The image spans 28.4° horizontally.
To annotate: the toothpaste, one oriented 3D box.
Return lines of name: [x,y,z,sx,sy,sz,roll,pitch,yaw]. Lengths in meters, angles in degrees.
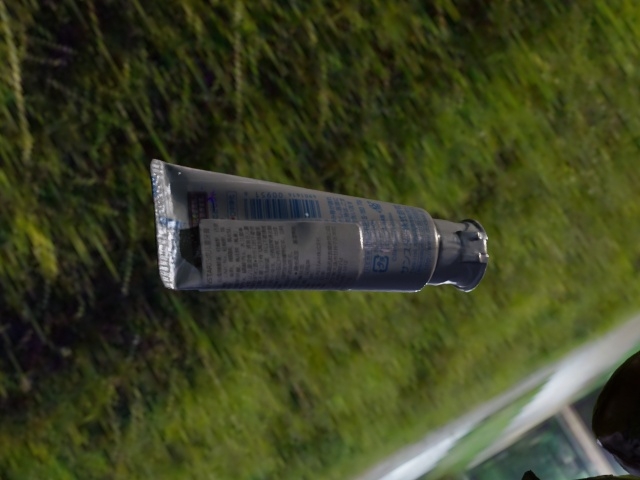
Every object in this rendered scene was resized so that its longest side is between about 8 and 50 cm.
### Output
toothpaste: [0.000,0.000,1.059,0.299,0.114,0.073,6,153,-27]

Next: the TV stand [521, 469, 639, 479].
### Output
TV stand: [0.327,0.253,1.334,0.256,0.049,0.040,-3,128,-27]

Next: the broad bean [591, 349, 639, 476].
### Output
broad bean: [0.284,0.144,1.066,0.114,0.084,0.165,-62,158,5]
